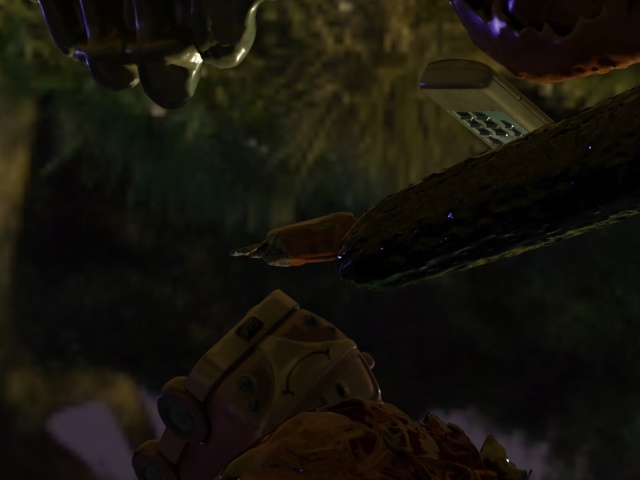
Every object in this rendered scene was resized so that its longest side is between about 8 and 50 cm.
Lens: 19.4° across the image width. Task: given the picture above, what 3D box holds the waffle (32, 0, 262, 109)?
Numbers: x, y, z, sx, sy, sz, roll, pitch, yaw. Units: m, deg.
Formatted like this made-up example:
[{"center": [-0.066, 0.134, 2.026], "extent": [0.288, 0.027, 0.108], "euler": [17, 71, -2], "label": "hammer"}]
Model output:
[{"center": [-0.108, -0.246, 1.141], "extent": [0.056, 0.292, 0.309], "euler": [-9, 149, -48], "label": "waffle"}]

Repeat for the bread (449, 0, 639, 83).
[{"center": [0.229, -0.279, 1.344], "extent": [0.204, 0.336, 0.358], "euler": [3, 176, -37], "label": "bread"}]

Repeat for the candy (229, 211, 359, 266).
[{"center": [0.000, 0.000, 1.817], "extent": [0.182, 0.046, 0.053], "euler": [-13, -174, -11], "label": "candy"}]

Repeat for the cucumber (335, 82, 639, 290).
[{"center": [0.096, -0.022, 0.812], "extent": [0.215, 0.052, 0.058], "euler": [-23, -171, 30], "label": "cucumber"}]

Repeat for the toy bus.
[{"center": [-0.046, 0.152, 1.475], "extent": [0.142, 0.202, 0.142], "euler": [39, -131, 12], "label": "toy bus"}]

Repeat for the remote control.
[{"center": [0.205, -0.119, 1.976], "extent": [0.233, 0.038, 0.098], "euler": [34, 162, -38], "label": "remote control"}]

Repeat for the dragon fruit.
[{"center": [0.023, 0.235, 1.256], "extent": [0.244, 0.244, 0.299], "euler": [1, 141, -27], "label": "dragon fruit"}]
